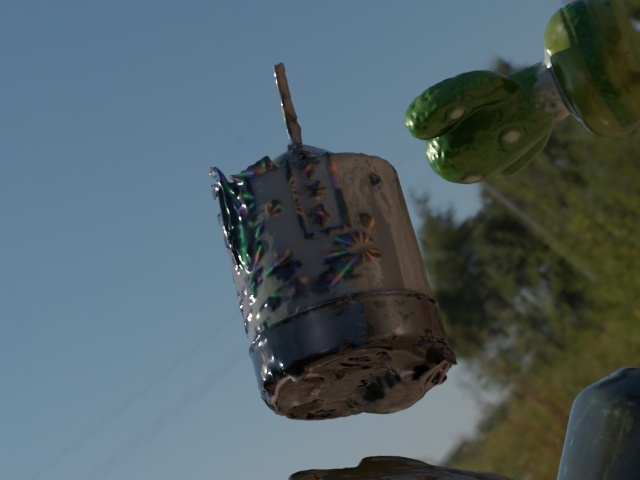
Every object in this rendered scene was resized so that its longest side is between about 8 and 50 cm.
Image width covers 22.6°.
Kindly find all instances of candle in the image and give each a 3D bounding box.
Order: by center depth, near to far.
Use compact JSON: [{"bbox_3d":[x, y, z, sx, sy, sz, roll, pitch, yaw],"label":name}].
[{"bbox_3d":[0.000,0.000,1.497,0.187,0.330,0.187,-13,-22,-5],"label":"candle"}]

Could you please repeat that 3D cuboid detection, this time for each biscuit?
[{"bbox_3d":[0.047,0.188,1.071,0.249,0.184,0.035,-15,-69,-61],"label":"biscuit"}]

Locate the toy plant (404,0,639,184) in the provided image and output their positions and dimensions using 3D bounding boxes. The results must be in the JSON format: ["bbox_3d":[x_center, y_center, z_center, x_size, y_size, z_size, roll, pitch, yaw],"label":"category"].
[{"bbox_3d":[0.276,-0.179,2.101,0.316,0.184,0.224,-25,-34,17],"label":"toy plant"}]

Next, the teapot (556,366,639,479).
[{"bbox_3d":[0.327,0.325,1.530,0.253,0.300,0.344,36,-103,-46],"label":"teapot"}]
